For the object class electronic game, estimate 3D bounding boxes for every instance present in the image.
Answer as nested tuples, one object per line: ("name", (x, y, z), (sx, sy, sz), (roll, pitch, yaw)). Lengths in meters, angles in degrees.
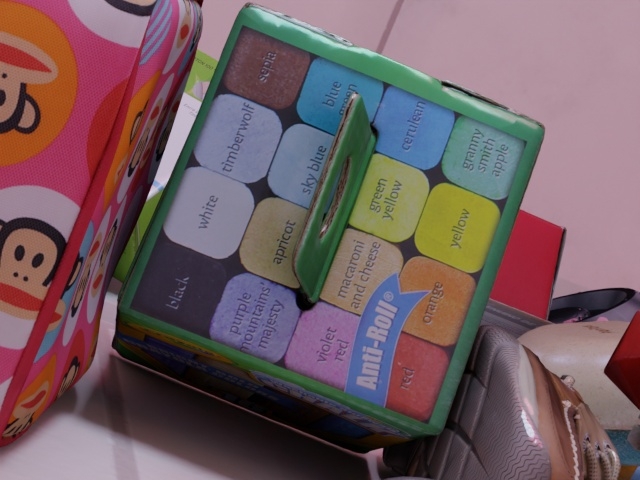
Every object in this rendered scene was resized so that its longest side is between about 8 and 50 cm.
("electronic game", (0.242, 0.098, 1.684), (0.229, 0.048, 0.229), (-16, 5, 1))

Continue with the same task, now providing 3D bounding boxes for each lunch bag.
("lunch bag", (-0.128, -0.054, 0.765), (0.120, 0.258, 0.293), (23, 3, -3))

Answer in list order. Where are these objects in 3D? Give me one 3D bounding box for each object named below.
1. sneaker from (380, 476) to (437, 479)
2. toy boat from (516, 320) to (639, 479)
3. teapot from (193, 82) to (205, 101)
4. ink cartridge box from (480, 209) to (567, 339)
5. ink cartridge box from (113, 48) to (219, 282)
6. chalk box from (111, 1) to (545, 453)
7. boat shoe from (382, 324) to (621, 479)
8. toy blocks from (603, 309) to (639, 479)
("sneaker", (0.121, 0.165, 0.546), (0.262, 0.099, 0.121), (14, 14, -17))
("toy boat", (0.305, 0.144, 1.345), (0.318, 0.148, 0.267), (-3, 2, -1))
("teapot", (-0.194, -0.135, 1.574), (0.187, 0.256, 0.252), (6, -32, -24))
("ink cartridge box", (0.066, 0.003, 1.524), (0.309, 0.130, 0.272), (21, -17, -28))
("ink cartridge box", (-0.135, -0.101, 1.336), (0.189, 0.255, 0.097), (31, -38, 24))
("chalk box", (0.000, 0.000, 0.885), (0.179, 0.180, 0.289), (22, -11, -5))
("boat shoe", (0.112, 0.117, 0.894), (0.116, 0.123, 0.324), (25, 5, -2))
("toy blocks", (0.287, 0.160, 0.922), (0.261, 0.191, 0.381), (10, 25, -35))
